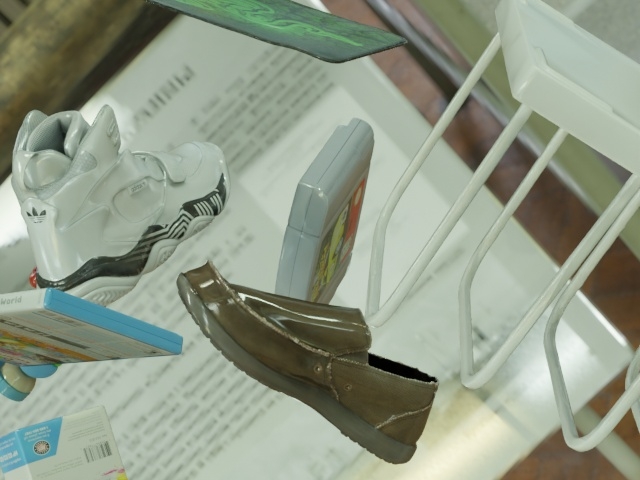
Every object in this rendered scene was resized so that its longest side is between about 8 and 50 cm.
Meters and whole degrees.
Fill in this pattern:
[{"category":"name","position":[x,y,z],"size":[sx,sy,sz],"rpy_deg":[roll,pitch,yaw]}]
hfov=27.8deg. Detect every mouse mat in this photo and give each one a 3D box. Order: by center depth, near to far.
[{"category":"mouse mat","position":[-0.039,-0.176,1.016],"size":[0.189,0.007,0.152],"rpy_deg":[20,22,20]}]

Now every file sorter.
[{"category":"file sorter","position":[0.179,0.019,0.720],"size":[0.173,0.277,0.193],"rpy_deg":[-56,8,21]}]

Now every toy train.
[{"category":"toy train","position":[-0.365,0.101,1.704],"size":[0.143,0.105,0.248],"rpy_deg":[-46,23,11]}]

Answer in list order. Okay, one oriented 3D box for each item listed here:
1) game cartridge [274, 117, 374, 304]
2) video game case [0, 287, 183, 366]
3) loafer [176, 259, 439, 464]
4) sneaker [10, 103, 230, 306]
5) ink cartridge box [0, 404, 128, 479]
[{"category":"game cartridge","position":[0.000,0.000,1.759],"size":[0.060,0.294,0.196],"rpy_deg":[24,45,15]},{"category":"video game case","position":[-0.191,0.060,0.863],"size":[0.166,0.119,0.015],"rpy_deg":[-8,67,38]},{"category":"loafer","position":[-0.008,0.119,1.516],"size":[0.130,0.366,0.134],"rpy_deg":[-53,24,3]},{"category":"sneaker","position":[-0.237,-0.085,1.564],"size":[0.137,0.210,0.366],"rpy_deg":[0,29,29]},{"category":"ink cartridge box","position":[-0.246,0.268,1.298],"size":[0.104,0.181,0.061],"rpy_deg":[-13,-10,-40]}]
